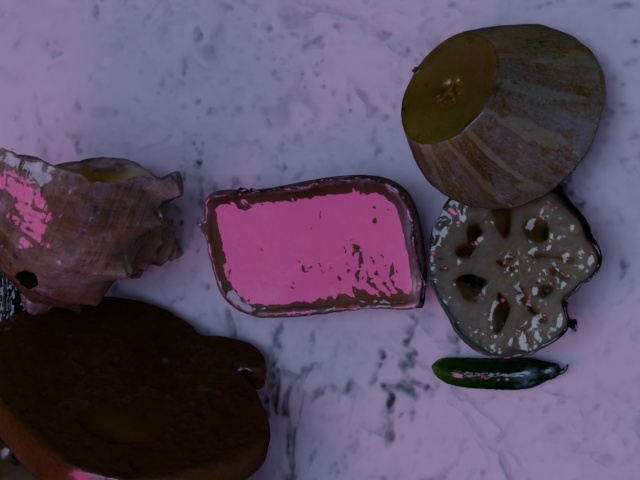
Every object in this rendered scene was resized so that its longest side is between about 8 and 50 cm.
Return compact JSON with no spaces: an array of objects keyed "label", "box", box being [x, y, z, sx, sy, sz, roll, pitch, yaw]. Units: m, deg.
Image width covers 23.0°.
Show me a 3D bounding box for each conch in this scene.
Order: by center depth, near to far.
[{"label":"conch","box":[-0.278,-0.018,1.748,0.263,0.324,0.186,-21,73,48]}]

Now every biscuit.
[{"label":"biscuit","box":[-0.207,0.172,1.742,0.367,0.314,0.063,39,131,45]}]

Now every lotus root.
[{"label":"lotus root","box":[0.213,0.024,1.666,0.183,0.078,0.203,-35,66,23]}]

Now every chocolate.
[{"label":"chocolate","box":[0.001,0.000,1.754,0.261,0.083,0.161,-2,106,24]}]

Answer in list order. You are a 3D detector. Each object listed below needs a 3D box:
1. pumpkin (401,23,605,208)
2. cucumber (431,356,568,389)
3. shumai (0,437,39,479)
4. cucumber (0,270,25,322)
[{"label":"pumpkin","box":[0.172,-0.147,1.634,0.217,0.110,0.217,-13,65,31]},{"label":"cucumber","box":[0.191,0.144,1.697,0.155,0.037,0.037,-1,89,23]},{"label":"shumai","box":[-0.245,0.304,1.711,0.283,0.346,0.217,32,140,-13]},{"label":"cucumber","box":[-0.369,0.099,1.914,0.077,0.077,0.265,0,90,23]}]
